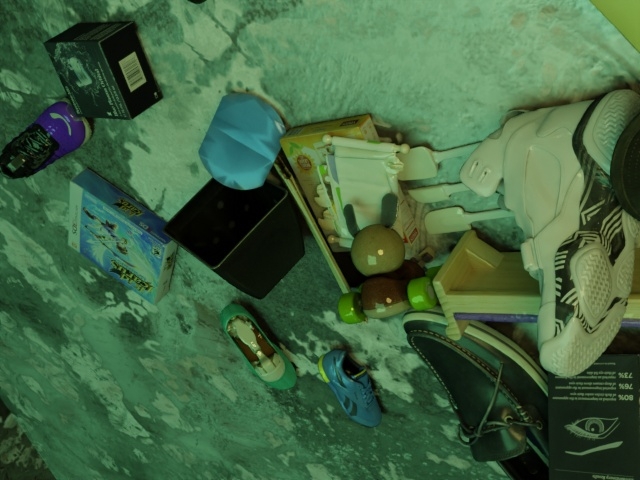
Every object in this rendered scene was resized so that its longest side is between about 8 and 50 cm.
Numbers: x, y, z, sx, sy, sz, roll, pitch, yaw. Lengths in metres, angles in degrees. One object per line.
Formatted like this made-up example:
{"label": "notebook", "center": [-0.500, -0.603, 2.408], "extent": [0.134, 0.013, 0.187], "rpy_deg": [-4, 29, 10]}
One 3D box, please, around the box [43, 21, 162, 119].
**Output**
{"label": "box", "center": [-0.401, -0.313, 1.424], "extent": [0.158, 0.093, 0.156], "rpy_deg": [9, 131, 34]}

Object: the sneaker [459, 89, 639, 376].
{"label": "sneaker", "center": [0.290, -0.016, 0.999], "extent": [0.210, 0.365, 0.137], "rpy_deg": [7, 169, 44]}

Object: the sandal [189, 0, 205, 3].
{"label": "sandal", "center": [-0.145, -0.441, 1.121], "extent": [0.120, 0.086, 0.303], "rpy_deg": [51, 154, -21]}

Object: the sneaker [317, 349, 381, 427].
{"label": "sneaker", "center": [0.080, 0.318, 1.639], "extent": [0.082, 0.069, 0.209], "rpy_deg": [-19, 112, 42]}

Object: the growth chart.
{"label": "growth chart", "center": [0.065, -0.071, 1.257], "extent": [0.172, 0.021, 0.237], "rpy_deg": [16, 134, 24]}

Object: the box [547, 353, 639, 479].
{"label": "box", "center": [0.447, 0.284, 1.199], "extent": [0.153, 0.207, 0.108], "rpy_deg": [-8, 163, 43]}

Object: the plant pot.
{"label": "plant pot", "center": [-0.140, -0.004, 1.414], "extent": [0.188, 0.187, 0.167], "rpy_deg": [31, 163, 43]}

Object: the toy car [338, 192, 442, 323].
{"label": "toy car", "center": [0.102, 0.022, 1.236], "extent": [0.155, 0.149, 0.188], "rpy_deg": [-15, 94, 30]}

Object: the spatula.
{"label": "spatula", "center": [0.231, -0.087, 1.189], "extent": [0.242, 0.019, 0.168], "rpy_deg": [-8, 119, 43]}

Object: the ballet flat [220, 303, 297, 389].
{"label": "ballet flat", "center": [-0.141, 0.250, 1.724], "extent": [0.247, 0.083, 0.087], "rpy_deg": [53, 180, -11]}

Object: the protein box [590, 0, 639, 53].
{"label": "protein box", "center": [0.351, -0.342, 0.770], "extent": [0.200, 0.136, 0.201], "rpy_deg": [44, 140, -5]}

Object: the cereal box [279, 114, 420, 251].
{"label": "cereal box", "center": [0.050, -0.089, 1.306], "extent": [0.173, 0.047, 0.240], "rpy_deg": [-3, 125, 39]}

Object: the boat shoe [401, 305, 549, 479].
{"label": "boat shoe", "center": [0.322, 0.310, 1.357], "extent": [0.500, 0.156, 0.187], "rpy_deg": [46, 152, -8]}

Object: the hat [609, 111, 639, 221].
{"label": "hat", "center": [0.497, -0.115, 0.858], "extent": [0.331, 0.134, 0.331], "rpy_deg": [11, 146, 8]}

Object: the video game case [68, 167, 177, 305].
{"label": "video game case", "center": [-0.460, -0.003, 1.777], "extent": [0.270, 0.061, 0.244], "rpy_deg": [33, 141, 8]}

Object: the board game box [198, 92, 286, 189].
{"label": "board game box", "center": [-0.132, -0.174, 1.355], "extent": [0.133, 0.033, 0.168], "rpy_deg": [30, 109, 7]}

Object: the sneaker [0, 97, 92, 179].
{"label": "sneaker", "center": [-0.604, -0.197, 1.646], "extent": [0.293, 0.146, 0.102], "rpy_deg": [-22, 110, 47]}

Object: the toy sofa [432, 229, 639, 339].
{"label": "toy sofa", "center": [0.367, 0.087, 1.132], "extent": [0.363, 0.150, 0.177], "rpy_deg": [-2, 123, 38]}

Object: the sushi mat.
{"label": "sushi mat", "center": [0.000, 0.000, 1.377], "extent": [0.316, 0.019, 0.151], "rpy_deg": [62, 178, -23]}

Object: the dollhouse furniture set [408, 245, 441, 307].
{"label": "dollhouse furniture set", "center": [0.187, 0.087, 1.331], "extent": [0.114, 0.081, 0.091], "rpy_deg": [42, 140, -2]}
